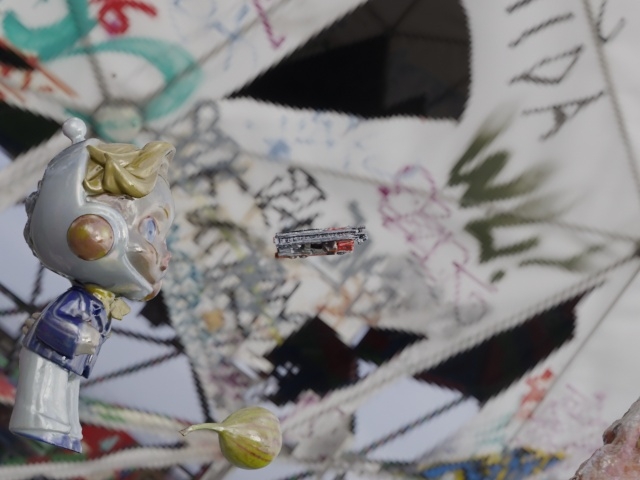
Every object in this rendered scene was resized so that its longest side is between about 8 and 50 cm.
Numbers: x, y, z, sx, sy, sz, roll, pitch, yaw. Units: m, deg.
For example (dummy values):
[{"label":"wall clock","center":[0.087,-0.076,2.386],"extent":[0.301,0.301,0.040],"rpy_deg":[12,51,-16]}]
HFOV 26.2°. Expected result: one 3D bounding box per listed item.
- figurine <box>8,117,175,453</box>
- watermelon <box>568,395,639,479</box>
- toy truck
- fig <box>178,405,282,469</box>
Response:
[{"label":"figurine","center":[-0.201,0.041,1.186],"extent":[0.133,0.274,0.194],"rpy_deg":[14,11,11]},{"label":"watermelon","center":[0.240,0.176,0.809],"extent":[0.193,0.257,0.139],"rpy_deg":[28,-52,43]},{"label":"toy truck","center":[0.000,0.000,1.230],"extent":[0.083,0.024,0.032],"rpy_deg":[-4,-21,-8]},{"label":"fig","center":[-0.114,0.278,1.893],"extent":[0.093,0.093,0.166],"rpy_deg":[35,15,22]}]
